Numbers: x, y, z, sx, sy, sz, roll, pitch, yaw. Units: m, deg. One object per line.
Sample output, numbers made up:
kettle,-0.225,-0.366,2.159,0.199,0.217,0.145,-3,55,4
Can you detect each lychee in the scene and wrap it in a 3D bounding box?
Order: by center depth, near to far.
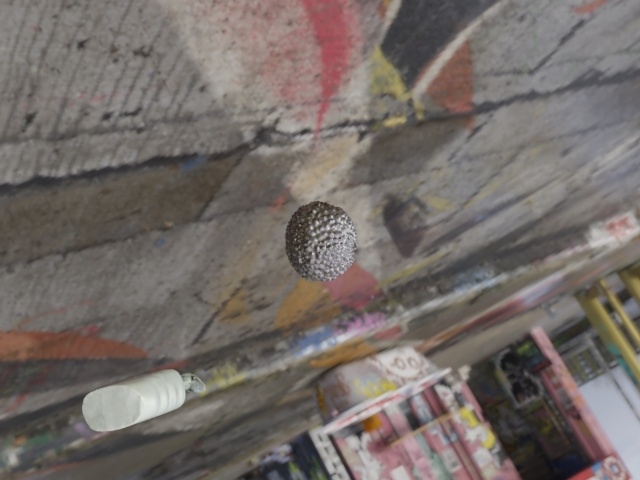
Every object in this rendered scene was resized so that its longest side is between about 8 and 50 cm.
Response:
lychee,0.000,0.000,0.858,0.067,0.083,0.068,-4,133,26

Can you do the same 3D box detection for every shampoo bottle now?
shampoo bottle,-0.171,0.156,0.936,0.077,0.045,0.152,-16,178,20
